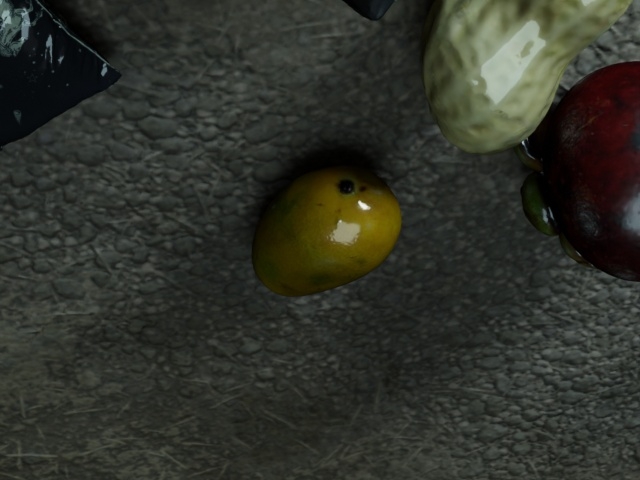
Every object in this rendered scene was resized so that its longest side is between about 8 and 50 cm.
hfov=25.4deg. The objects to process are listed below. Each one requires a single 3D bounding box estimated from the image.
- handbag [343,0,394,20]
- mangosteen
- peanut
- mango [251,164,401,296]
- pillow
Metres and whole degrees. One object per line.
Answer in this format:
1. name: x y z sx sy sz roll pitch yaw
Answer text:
1. handbag: 0.104 -0.313 0.849 0.288 0.152 0.342 -32 145 -25
2. mangosteen: 0.244 -0.054 1.167 0.200 0.200 0.200 -4 136 -4
3. peanut: 0.155 -0.174 1.057 0.123 0.123 0.257 15 129 -23
4. mango: -0.002 -0.003 1.229 0.163 0.089 0.111 -29 134 32
5. pillow: -0.259 -0.158 1.056 0.141 0.055 0.208 -22 134 26
